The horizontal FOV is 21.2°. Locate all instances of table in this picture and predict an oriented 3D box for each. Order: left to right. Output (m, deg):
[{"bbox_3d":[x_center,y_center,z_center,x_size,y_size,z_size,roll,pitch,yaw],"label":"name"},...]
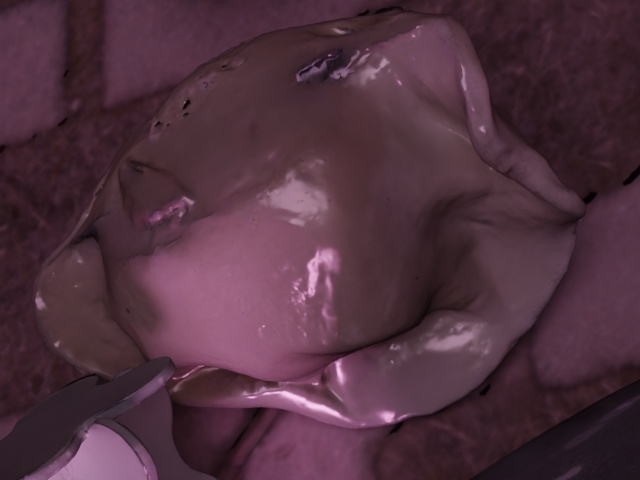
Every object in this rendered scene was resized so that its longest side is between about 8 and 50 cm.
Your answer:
[{"bbox_3d":[-0.106,0.189,0.960,0.167,0.166,0.198,-28,101,7],"label":"table"}]

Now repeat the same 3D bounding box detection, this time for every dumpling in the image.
[{"bbox_3d":[0.000,0.000,1.009,0.318,0.187,0.243,-34,111,25],"label":"dumpling"}]

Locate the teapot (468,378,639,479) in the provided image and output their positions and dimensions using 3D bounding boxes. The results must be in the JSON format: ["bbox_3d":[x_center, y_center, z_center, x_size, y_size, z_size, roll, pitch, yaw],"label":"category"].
[{"bbox_3d":[0.212,0.208,0.840,0.312,0.233,0.315,-38,77,2],"label":"teapot"}]
